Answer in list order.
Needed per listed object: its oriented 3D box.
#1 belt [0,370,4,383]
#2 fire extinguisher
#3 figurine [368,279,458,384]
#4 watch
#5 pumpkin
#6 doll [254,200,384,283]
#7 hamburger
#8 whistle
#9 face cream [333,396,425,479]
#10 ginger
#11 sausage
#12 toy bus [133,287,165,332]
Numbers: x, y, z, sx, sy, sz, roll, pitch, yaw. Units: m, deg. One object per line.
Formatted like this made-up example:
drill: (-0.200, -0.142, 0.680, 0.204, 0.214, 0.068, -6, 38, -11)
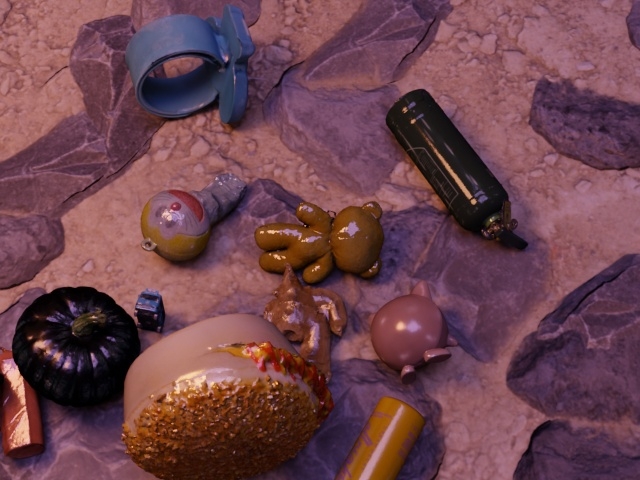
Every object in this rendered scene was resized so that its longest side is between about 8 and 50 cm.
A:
belt: (-0.615, 0.165, 1.553, 0.289, 0.184, 0.164, 41, 89, 4)
fire extinguisher: (0.232, -0.110, 1.760, 0.095, 0.114, 0.311, -44, 64, 23)
figurine: (0.139, 0.142, 1.623, 0.125, 0.125, 0.138, -14, 52, -7)
watch: (-0.228, -0.305, 1.800, 0.193, 0.211, 0.210, -6, 62, -23)
pumpkin: (-0.369, 0.159, 1.594, 0.194, 0.150, 0.194, -7, 43, 7)
doll: (0.000, 0.000, 1.709, 0.210, 0.097, 0.137, -2, 102, 7)
hamburger: (-0.137, 0.237, 1.484, 0.294, 0.276, 0.179, -28, 53, 6)
whistle: (-0.206, -0.049, 1.720, 0.123, 0.123, 0.223, 39, 55, 17)
face cream: (0.057, 0.359, 1.531, 0.078, 0.078, 0.273, 28, 67, 13)
ginger: (-0.033, 0.149, 1.649, 0.133, 0.059, 0.214, 18, 66, 0)
sausage: (-0.459, 0.241, 1.600, 0.065, 0.065, 0.169, -12, 64, -6)
toy bus: (-0.266, 0.112, 1.651, 0.038, 0.083, 0.046, 11, 61, 4)
